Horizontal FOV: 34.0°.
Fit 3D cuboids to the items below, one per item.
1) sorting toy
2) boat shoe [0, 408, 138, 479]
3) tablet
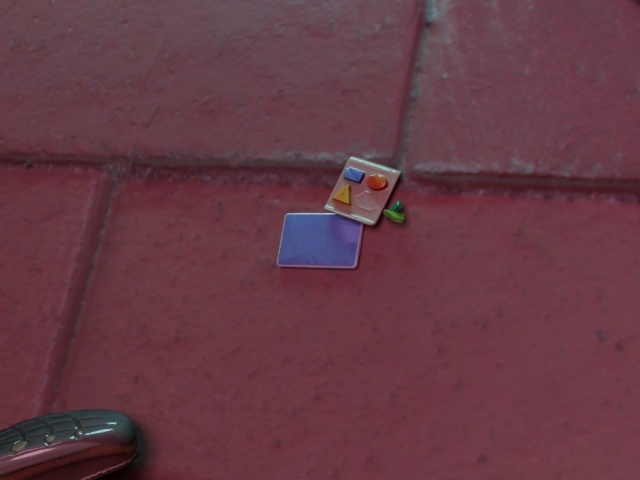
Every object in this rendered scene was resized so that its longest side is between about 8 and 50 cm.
[{"bbox_3d":[0.049,-0.044,0.964,0.083,0.012,0.062,20,74,31],"label":"sorting toy"},{"bbox_3d":[-0.314,0.253,0.992,0.325,0.123,0.116,-21,97,9],"label":"boat shoe"},{"bbox_3d":[0.000,0.000,0.980,0.083,0.006,0.054,1,72,26],"label":"tablet"}]
